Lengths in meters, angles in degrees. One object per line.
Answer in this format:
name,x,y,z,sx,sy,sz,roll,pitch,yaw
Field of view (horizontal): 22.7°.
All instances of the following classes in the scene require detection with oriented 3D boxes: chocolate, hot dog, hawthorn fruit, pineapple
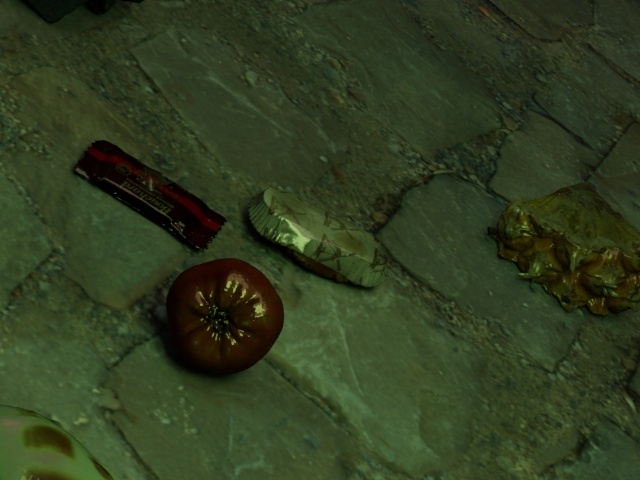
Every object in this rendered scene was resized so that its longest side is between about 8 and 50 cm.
chocolate,-0.195,-0.056,1.846,0.182,0.028,0.086,36,36,-2
hot dog,0.000,0.000,1.927,0.192,0.053,0.099,26,35,-19
hawthorn fruit,-0.097,0.074,1.687,0.125,0.125,0.140,41,36,9
pineapple,0.348,0.001,2.178,0.236,0.114,0.186,29,34,-3

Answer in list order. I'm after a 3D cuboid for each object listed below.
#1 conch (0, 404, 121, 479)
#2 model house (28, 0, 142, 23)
conch,-0.245,0.238,1.288,0.368,0.197,0.249,34,1,-5
model house,-0.302,-0.361,2.037,0.183,0.166,0.172,-1,61,-62
